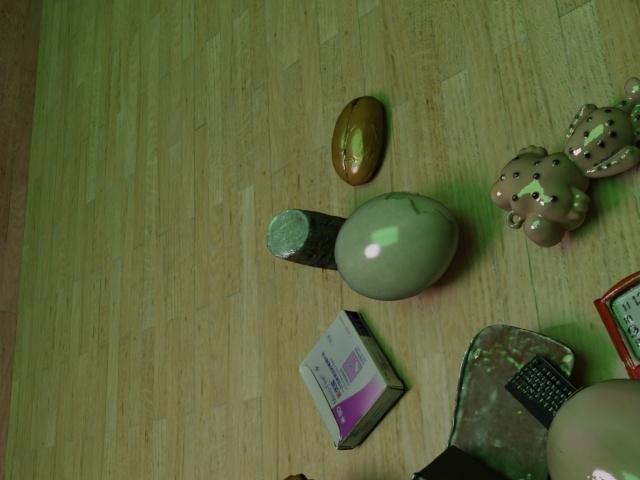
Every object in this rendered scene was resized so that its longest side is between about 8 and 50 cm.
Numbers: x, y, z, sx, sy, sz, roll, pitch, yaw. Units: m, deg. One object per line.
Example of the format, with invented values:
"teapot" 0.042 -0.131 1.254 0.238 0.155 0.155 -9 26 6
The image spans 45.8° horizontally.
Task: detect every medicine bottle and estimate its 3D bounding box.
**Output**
"medicine bottle" 0.054 0.257 1.410 0.171 0.052 0.201 -54 44 24

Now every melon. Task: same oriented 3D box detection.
"melon" 0.409 0.293 0.869 0.317 0.223 0.223 41 110 47

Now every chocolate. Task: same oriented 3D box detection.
"chocolate" 0.282 0.251 1.124 0.156 0.080 0.254 14 96 25

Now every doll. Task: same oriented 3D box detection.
"doll" 0.384 -0.112 1.113 0.278 0.119 0.154 -37 54 24

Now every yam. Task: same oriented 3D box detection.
"yam" 0.000 0.000 1.437 0.107 0.194 0.107 -16 69 48

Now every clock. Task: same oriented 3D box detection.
"clock" 0.447 0.116 1.006 0.113 0.061 0.155 -41 48 33

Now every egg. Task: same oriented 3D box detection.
"egg" 0.138 0.007 1.288 0.217 0.183 0.183 -16 67 45

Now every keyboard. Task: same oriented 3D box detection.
"keyboard" 0.347 0.248 1.041 0.196 0.015 0.074 46 106 15

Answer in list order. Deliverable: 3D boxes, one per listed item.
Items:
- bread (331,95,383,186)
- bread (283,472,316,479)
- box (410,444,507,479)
"bread" 0.071 -0.203 1.510 0.114 0.077 0.189 -1 81 52
"bread" 0.024 0.576 1.227 0.398 0.215 0.398 -19 64 45
"box" 0.225 0.434 1.025 0.252 0.153 0.188 27 103 23
